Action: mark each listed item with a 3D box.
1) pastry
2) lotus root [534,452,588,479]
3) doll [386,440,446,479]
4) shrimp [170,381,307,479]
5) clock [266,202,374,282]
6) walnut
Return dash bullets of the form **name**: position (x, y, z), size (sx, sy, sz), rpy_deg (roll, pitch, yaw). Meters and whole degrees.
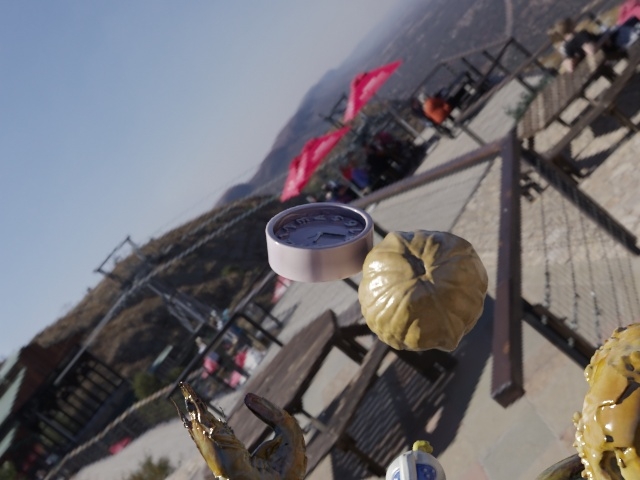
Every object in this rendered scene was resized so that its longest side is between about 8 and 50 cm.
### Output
- **pastry**: position (0.417, 0.207, 0.829), size (0.162, 0.311, 0.255), rpy_deg (149, 123, -74)
- **lotus root**: position (0.507, 0.452, 1.379), size (0.241, 0.124, 0.123), rpy_deg (-20, -26, -3)
- **doll**: position (0.146, 0.421, 1.177), size (0.119, 0.138, 0.293), rpy_deg (-11, 11, 19)
- **shrimp**: position (-0.078, 0.195, 0.754), size (0.095, 0.162, 0.045), rpy_deg (-39, -4, 3)
- **clock**: position (0.000, 0.000, 1.364), size (0.197, 0.197, 0.068), rpy_deg (-64, -27, -59)
- **walnut**: position (0.174, 0.086, 1.269), size (0.225, 0.225, 0.261), rpy_deg (-52, -13, -10)
